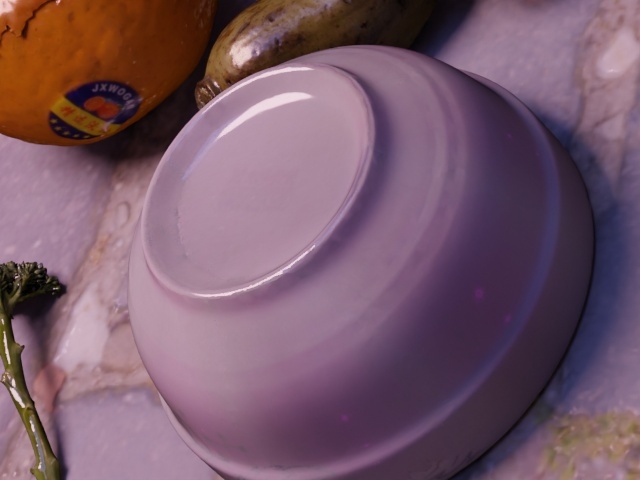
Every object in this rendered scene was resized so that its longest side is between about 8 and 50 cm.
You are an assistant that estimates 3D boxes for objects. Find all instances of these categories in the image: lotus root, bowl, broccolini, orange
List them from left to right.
[{"bbox_3d":[-0.201,0.081,1.301,0.054,0.052,0.194,-31,45,21],"label":"broccolini"},{"bbox_3d":[-0.175,-0.171,1.366,0.219,0.193,0.219,-6,79,31],"label":"orange"},{"bbox_3d":[-0.004,-0.131,1.276,0.179,0.089,0.080,-33,62,-1],"label":"lotus root"},{"bbox_3d":[0.000,0.000,1.137,0.287,0.144,0.287,-21,48,25],"label":"bowl"}]
